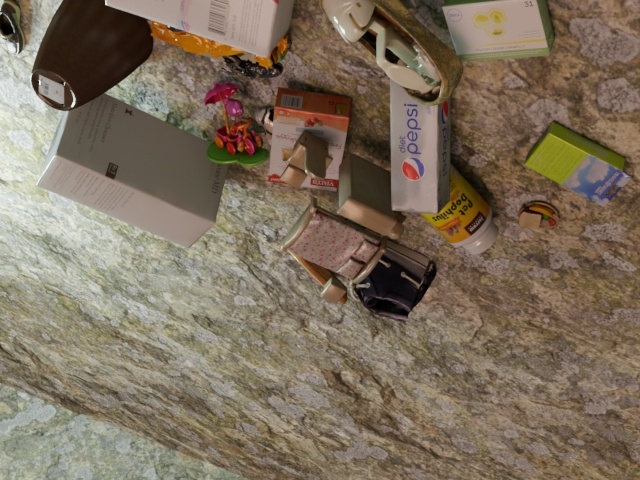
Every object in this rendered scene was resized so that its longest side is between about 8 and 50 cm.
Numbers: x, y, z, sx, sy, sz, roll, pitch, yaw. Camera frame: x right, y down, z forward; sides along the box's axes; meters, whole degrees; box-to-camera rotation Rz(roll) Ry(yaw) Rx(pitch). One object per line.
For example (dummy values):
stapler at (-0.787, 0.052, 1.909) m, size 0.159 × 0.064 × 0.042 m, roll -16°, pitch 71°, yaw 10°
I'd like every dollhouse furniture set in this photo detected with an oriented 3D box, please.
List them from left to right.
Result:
dollhouse furniture set at (0.000, 0.000, 1.974) m, size 0.303 × 0.174 × 0.355 m, roll 25°, pitch 124°, yaw -18°

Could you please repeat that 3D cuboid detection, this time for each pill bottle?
pill bottle at (0.277, -0.070, 1.949) m, size 0.215 × 0.117 × 0.117 m, roll 44°, pitch 140°, yaw -22°

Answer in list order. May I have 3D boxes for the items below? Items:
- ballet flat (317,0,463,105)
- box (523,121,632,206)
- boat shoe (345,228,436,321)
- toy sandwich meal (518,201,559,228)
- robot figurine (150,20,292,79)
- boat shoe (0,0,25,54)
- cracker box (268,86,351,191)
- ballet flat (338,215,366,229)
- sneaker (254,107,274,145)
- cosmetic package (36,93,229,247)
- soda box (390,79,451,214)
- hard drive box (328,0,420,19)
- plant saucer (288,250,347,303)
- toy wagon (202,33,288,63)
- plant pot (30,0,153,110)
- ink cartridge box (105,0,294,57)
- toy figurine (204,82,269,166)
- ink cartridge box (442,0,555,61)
ballet flat at (0.099, -0.354, 1.573) m, size 0.348 × 0.123 × 0.123 m, roll 37°, pitch 142°, yaw -18°
box at (0.496, -0.145, 1.788) m, size 0.178 × 0.042 × 0.109 m, roll 27°, pitch 144°, yaw -1°
boat shoe at (0.094, 0.066, 2.187) m, size 0.340 × 0.158 × 0.127 m, roll 21°, pitch 143°, yaw 8°
toy sandwich meal at (0.454, -0.047, 1.941) m, size 0.085 × 0.029 × 0.086 m, roll 17°, pitch 142°, yaw 13°
robot figurine at (-0.183, -0.413, 1.732) m, size 0.290 × 0.085 × 0.211 m, roll 19°, pitch 142°, yaw 12°
boat shoe at (-0.709, -0.478, 2.115) m, size 0.056 × 0.049 × 0.152 m, roll 21°, pitch 143°, yaw 8°
cracker box at (-0.025, -0.211, 1.978) m, size 0.155 × 0.067 × 0.232 m, roll 8°, pitch 143°, yaw -1°
ballet flat at (0.107, -0.076, 2.077) m, size 0.232 × 0.073 × 0.080 m, roll -35°, pitch 115°, yaw 28°
sneaker at (-0.102, -0.244, 2.035) m, size 0.043 × 0.040 × 0.109 m, roll -8°, pitch 132°, yaw 34°
cosmetic package at (-0.414, -0.163, 2.105) m, size 0.384 × 0.217 × 0.156 m, roll 21°, pitch 146°, yaw -22°
soda box at (0.192, -0.199, 1.778) m, size 0.098 × 0.091 × 0.286 m, roll 7°, pitch 113°, yaw 23°
hard drive box at (0.061, -0.505, 1.583) m, size 0.181 × 0.089 × 0.232 m, roll 0°, pitch 136°, yaw 31°
plant saucer at (-0.002, 0.076, 2.283) m, size 0.200 × 0.037 × 0.200 m, roll 44°, pitch 180°, yaw 0°
toy wagon at (-0.185, -0.485, 1.776) m, size 0.267 × 0.068 × 0.344 m, roll 19°, pitch 142°, yaw 10°
plant pot at (-0.501, -0.384, 1.951) m, size 0.215 × 0.230 × 0.215 m, roll 17°, pitch 143°, yaw 14°
ink cartridge box at (-0.191, -0.466, 1.538) m, size 0.306 × 0.131 × 0.226 m, roll 21°, pitch 132°, yaw 7°
toy figurine at (-0.190, -0.259, 2.002) m, size 0.173 × 0.130 × 0.159 m, roll 31°, pitch 144°, yaw 45°
ink cartridge box at (0.291, -0.418, 1.581) m, size 0.171 × 0.056 × 0.235 m, roll 2°, pitch 139°, yaw 30°
